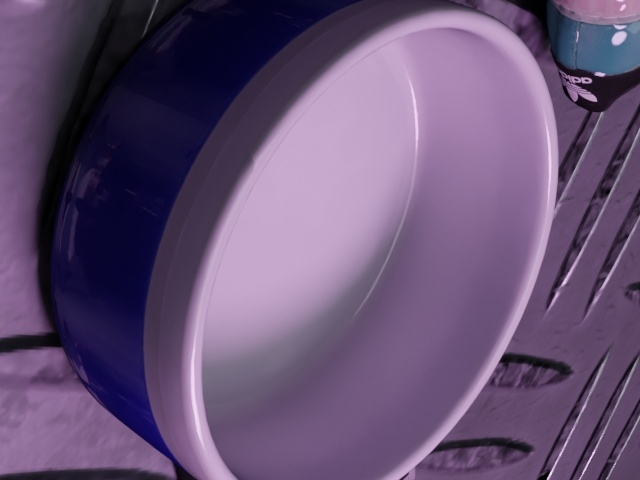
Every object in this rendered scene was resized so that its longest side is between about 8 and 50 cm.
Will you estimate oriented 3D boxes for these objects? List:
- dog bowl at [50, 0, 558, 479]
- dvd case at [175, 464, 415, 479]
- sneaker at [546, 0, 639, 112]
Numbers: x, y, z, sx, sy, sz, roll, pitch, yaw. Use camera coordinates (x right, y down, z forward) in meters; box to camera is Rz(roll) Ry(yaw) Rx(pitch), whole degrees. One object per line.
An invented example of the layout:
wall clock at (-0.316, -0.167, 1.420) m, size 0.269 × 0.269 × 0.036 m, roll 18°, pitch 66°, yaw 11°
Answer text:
dog bowl at (0.000, 0.000, 0.692) m, size 0.265 × 0.104 × 0.265 m, roll -27°, pitch 130°, yaw -38°
dvd case at (-0.010, 0.136, 0.887) m, size 0.179 × 0.029 × 0.239 m, roll -40°, pitch 142°, yaw -28°
sneaker at (0.260, -0.193, 0.929) m, size 0.302 × 0.108 × 0.121 m, roll -31°, pitch 140°, yaw -25°
